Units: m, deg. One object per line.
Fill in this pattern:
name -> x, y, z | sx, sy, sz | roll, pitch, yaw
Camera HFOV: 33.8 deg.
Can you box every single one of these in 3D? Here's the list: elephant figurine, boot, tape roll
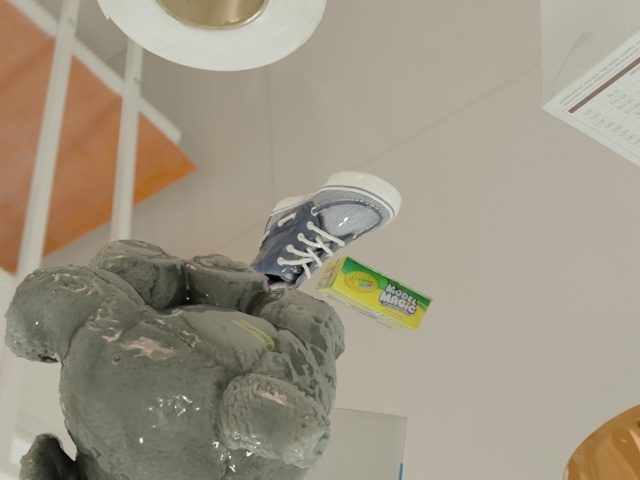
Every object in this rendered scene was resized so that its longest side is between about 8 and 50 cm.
elephant figurine -> -0.079, 0.134, 0.508 | 0.169, 0.186, 0.239 | 21, 104, 15
boot -> 0.000, 0.000, 0.945 | 0.069, 0.086, 0.190 | 33, 157, -18
tape roll -> -0.129, -0.337, 1.257 | 0.286, 0.100, 0.286 | 3, 144, 2

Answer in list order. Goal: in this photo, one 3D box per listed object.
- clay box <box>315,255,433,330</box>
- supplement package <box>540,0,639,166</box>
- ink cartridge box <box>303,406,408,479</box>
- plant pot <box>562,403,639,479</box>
clay box -> 0.069, 0.073, 1.429 | 0.127, 0.053, 0.222 | 27, 174, -4
supplement package -> 0.264, -0.201, 0.687 | 0.145, 0.261, 0.204 | 26, 140, -23
ink cartridge box -> 0.031, 0.378, 1.521 | 0.168, 0.171, 0.232 | 6, 135, 5
plant pot -> 0.405, 0.313, 1.180 | 0.291, 0.203, 0.290 | -13, 135, -13
